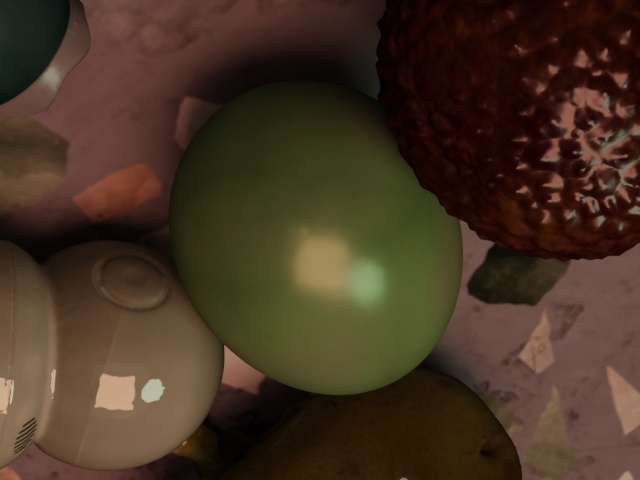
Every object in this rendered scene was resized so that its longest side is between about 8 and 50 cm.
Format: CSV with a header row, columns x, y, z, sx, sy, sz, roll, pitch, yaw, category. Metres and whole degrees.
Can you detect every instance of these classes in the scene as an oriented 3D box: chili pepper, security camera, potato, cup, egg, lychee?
x,y,z,sx,sy,sz,roll,pitch,yaw,category
-0.092,0.222,1.703,0.043,0.049,0.208,2,136,29,chili pepper
-0.192,0.096,1.504,0.236,0.194,0.195,3,124,-18,security camera
0.009,0.247,1.636,0.351,0.202,0.218,-20,143,-10,potato
-0.257,-0.170,1.318,0.173,0.167,0.300,39,84,-41,cup
0.000,0.000,1.454,0.220,0.220,0.270,-29,131,9,egg
0.164,-0.111,1.317,0.260,0.261,0.261,-6,126,-8,lychee
